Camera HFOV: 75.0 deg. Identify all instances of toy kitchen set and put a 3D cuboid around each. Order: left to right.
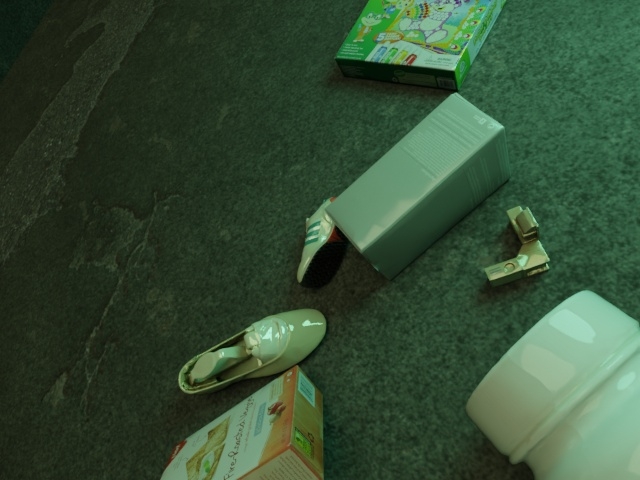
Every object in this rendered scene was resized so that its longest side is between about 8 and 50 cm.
[{"bbox_3d":[0.237,0.002,0.532,0.075,0.068,0.083,-23,58,17],"label":"toy kitchen set"}]

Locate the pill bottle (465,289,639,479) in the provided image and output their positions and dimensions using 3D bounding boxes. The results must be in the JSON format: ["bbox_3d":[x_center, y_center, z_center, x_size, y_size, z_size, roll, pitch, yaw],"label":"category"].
[{"bbox_3d":[0.303,0.218,0.308,0.204,0.204,0.361,-45,54,2],"label":"pill bottle"}]

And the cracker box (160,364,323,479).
[{"bbox_3d":[-0.106,0.281,0.531,0.232,0.067,0.155,-37,12,8],"label":"cracker box"}]

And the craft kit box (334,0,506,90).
[{"bbox_3d":[0.188,-0.402,0.764,0.250,0.061,0.246,23,76,34],"label":"craft kit box"}]

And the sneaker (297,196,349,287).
[{"bbox_3d":[0.000,0.000,0.677,0.075,0.057,0.161,15,75,50],"label":"sneaker"}]

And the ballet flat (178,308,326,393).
[{"bbox_3d":[-0.110,0.169,0.630,0.249,0.086,0.086,-30,56,13],"label":"ballet flat"}]

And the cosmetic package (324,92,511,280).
[{"bbox_3d":[0.138,-0.067,0.584,0.238,0.127,0.107,-38,55,5],"label":"cosmetic package"}]
